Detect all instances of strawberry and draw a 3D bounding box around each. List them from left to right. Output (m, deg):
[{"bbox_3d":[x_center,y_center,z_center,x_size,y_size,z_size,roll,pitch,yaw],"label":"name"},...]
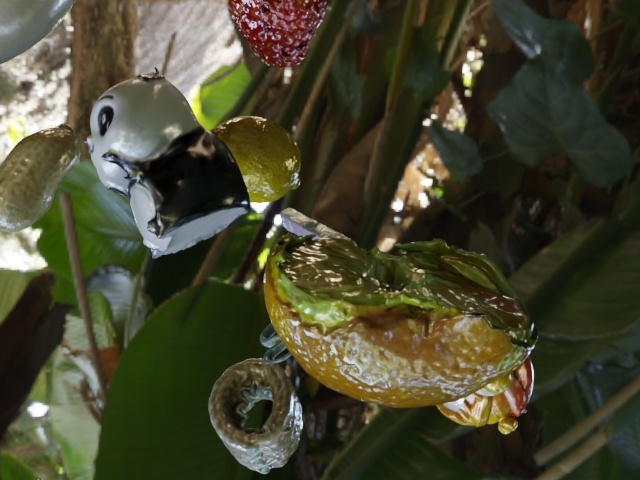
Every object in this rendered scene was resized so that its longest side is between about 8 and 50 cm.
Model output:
[{"bbox_3d":[-0.058,-0.387,1.377,0.190,0.236,0.111,-17,-131,-14],"label":"strawberry"}]

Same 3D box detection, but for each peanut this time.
[{"bbox_3d":[-0.573,-0.129,1.573,0.122,0.253,0.137,30,171,6],"label":"peanut"}]

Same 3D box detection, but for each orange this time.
[{"bbox_3d":[0.096,0.092,0.988,0.334,0.196,0.262,0,-147,-5],"label":"orange"}]

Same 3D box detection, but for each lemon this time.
[{"bbox_3d":[-0.145,-0.177,1.722,0.244,0.187,0.187,23,-175,-28],"label":"lemon"}]

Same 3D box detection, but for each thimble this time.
[{"bbox_3d":[-0.139,0.391,1.777,0.196,0.148,0.229,-29,-134,-8],"label":"thimble"}]

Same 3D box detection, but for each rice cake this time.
[{"bbox_3d":[-0.002,-0.002,1.703,0.051,0.081,0.290,-42,-145,-12],"label":"rice cake"}]

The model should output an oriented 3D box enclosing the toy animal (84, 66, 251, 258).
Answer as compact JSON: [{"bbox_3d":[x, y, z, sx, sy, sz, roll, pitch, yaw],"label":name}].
[{"bbox_3d":[-0.288,-0.146,1.432,0.251,0.310,0.251,-28,174,-3],"label":"toy animal"}]

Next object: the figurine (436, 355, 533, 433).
[{"bbox_3d":[0.301,0.221,1.526,0.196,0.323,0.320,-19,-161,-13],"label":"figurine"}]

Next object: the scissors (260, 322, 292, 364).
[{"bbox_3d":[0.007,0.147,1.546,0.289,0.041,0.138,-30,-155,6],"label":"scissors"}]

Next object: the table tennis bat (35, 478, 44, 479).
[{"bbox_3d":[-0.493,0.484,1.425,0.160,0.039,0.257,5,179,-27],"label":"table tennis bat"}]

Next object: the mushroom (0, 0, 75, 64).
[{"bbox_3d":[-0.466,-0.384,0.959,0.362,0.362,0.294,9,156,14],"label":"mushroom"}]
